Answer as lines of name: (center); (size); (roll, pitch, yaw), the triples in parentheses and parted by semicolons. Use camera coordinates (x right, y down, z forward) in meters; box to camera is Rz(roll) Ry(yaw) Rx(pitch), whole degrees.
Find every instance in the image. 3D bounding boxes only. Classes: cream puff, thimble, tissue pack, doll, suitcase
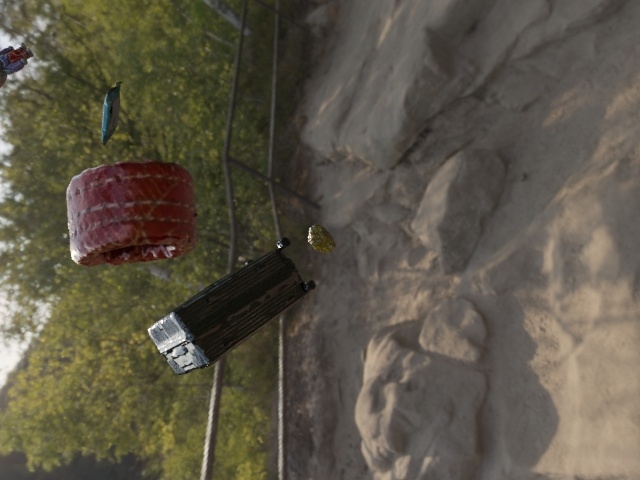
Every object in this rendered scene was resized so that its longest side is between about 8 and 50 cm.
cream puff: (0.000, 0.000, 1.342); (0.058, 0.083, 0.083); (-36, 54, 21)
thimble: (-0.494, -0.065, 1.370); (0.350, 0.350, 0.230); (151, 112, -64)
tissue pack: (-0.487, -0.296, 1.183); (0.085, 0.028, 0.138); (-92, 18, -58)
doll: (-0.826, -0.415, 1.276); (0.227, 0.102, 0.075); (-40, -27, -16)
suitcase: (-0.209, 0.155, 1.189); (0.335, 0.152, 0.229); (-32, 0, -37)
